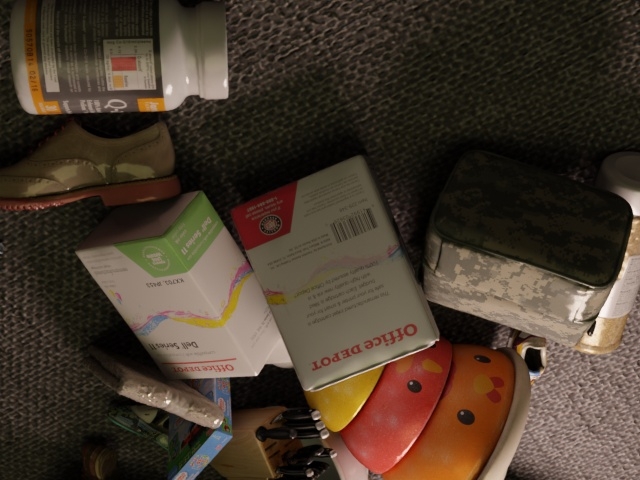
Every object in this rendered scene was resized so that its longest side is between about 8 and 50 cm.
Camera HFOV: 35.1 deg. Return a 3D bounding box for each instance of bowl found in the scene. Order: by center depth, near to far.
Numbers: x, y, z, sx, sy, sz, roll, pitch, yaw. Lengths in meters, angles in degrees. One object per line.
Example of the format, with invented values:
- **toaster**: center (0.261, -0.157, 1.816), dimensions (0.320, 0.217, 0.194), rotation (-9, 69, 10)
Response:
- **bowl**: center (-0.005, 0.433, 1.895), dimensions (0.134, 0.298, 0.298), rotation (-17, 138, -40)

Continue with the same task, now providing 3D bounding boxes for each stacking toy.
- **stacking toy**: center (0.088, 0.254, 1.753), dimensions (0.479, 0.351, 0.351), rotation (29, 120, -8)

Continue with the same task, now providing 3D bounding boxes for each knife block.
- **knife block**: center (-0.104, 0.340, 1.778), dimensions (0.088, 0.275, 0.242), rotation (-28, 145, -42)

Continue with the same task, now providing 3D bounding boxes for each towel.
- **towel**: center (-0.289, 0.246, 1.699), dimensions (0.187, 0.282, 0.049), rotation (25, 83, -24)

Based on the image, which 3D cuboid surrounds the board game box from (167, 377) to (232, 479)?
- **board game box**: center (-0.213, 0.306, 1.772), dimensions (0.039, 0.212, 0.160), rotation (27, 120, -24)

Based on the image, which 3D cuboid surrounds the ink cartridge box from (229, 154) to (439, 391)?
- **ink cartridge box**: center (0.025, 0.047, 1.565), dimensions (0.226, 0.131, 0.306), rotation (-21, 93, 9)

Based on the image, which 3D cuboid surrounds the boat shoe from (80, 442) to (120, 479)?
- **boat shoe**: center (-0.430, 0.450, 1.960), dimensions (0.060, 0.064, 0.178), rotation (25, 137, 15)

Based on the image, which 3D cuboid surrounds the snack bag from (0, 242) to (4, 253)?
- **snack bag**: center (-0.729, 0.003, 1.585), dimensions (0.342, 0.037, 0.323), rotation (-34, 125, 19)

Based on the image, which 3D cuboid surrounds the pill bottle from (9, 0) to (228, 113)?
- **pill bottle**: center (-0.266, -0.253, 1.366), dimensions (0.278, 0.162, 0.162), rotation (-2, 128, -5)

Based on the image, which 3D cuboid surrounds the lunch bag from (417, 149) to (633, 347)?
- **lunch bag**: center (0.307, 0.033, 1.588), dimensions (0.305, 0.213, 0.256), rotation (19, 142, 12)

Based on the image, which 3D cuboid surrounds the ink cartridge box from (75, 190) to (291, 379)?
- **ink cartridge box**: center (-0.197, 0.106, 1.598), dimensions (0.207, 0.119, 0.354), rotation (-9, 124, 37)

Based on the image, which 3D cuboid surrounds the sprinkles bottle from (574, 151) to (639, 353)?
- **sprinkles bottle**: center (0.493, 0.028, 1.703), dimensions (0.121, 0.121, 0.356), rotation (0, 128, -7)

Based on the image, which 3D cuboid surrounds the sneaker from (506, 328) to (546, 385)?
- **sneaker**: center (0.377, 0.235, 1.873), dimensions (0.069, 0.084, 0.186), rotation (-4, 128, -4)

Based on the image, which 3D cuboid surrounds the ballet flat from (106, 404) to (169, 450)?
- **ballet flat**: center (-0.311, 0.342, 1.892), dimensions (0.070, 0.070, 0.188), rotation (-39, 124, 22)

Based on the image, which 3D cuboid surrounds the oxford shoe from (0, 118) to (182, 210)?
- **oxford shoe**: center (-0.385, -0.117, 1.509), dimensions (0.348, 0.123, 0.130), rotation (-4, 102, -2)

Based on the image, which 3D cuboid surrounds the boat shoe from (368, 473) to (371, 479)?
- **boat shoe**: center (-0.004, 0.578, 2.084), dimensions (0.285, 0.092, 0.103), rotation (-40, 122, 22)
